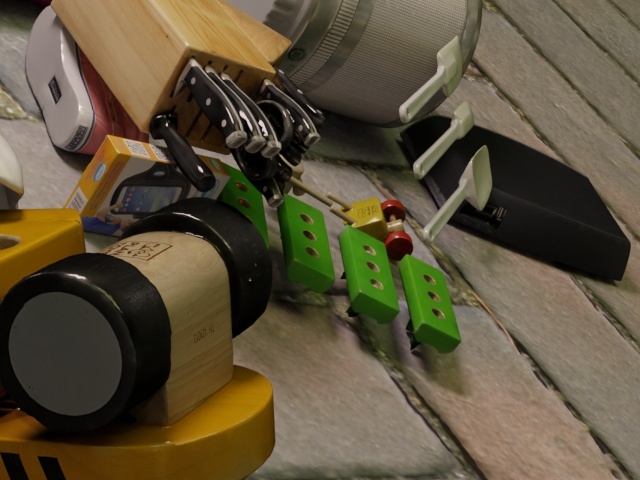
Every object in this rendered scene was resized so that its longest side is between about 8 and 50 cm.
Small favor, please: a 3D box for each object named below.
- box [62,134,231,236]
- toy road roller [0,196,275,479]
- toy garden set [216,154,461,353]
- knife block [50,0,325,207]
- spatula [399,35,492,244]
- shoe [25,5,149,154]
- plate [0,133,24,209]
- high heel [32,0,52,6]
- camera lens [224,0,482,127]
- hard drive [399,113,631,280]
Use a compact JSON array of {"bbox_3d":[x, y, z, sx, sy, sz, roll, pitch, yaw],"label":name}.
[{"bbox_3d":[-0.137,-0.038,1.580,0.136,0.081,0.028,11,33,-41],"label":"box"},{"bbox_3d":[-0.189,0.108,1.166,0.329,0.240,0.202,3,14,21],"label":"toy road roller"},{"bbox_3d":[0.000,0.000,1.722,0.244,0.049,0.204,27,27,-22],"label":"toy garden set"},{"bbox_3d":[-0.123,-0.141,1.588,0.276,0.088,0.242,32,20,1],"label":"knife block"},{"bbox_3d":[0.125,-0.093,1.864,0.019,0.168,0.242,-5,17,19],"label":"spatula"},{"bbox_3d":[-0.206,-0.134,1.700,0.081,0.063,0.178,19,33,-35],"label":"shoe"},{"bbox_3d":[-0.324,-0.101,1.316,0.277,0.045,0.278,26,-7,-8],"label":"plate"},{"bbox_3d":[-0.371,-0.259,1.732,0.127,0.181,0.377,17,-13,45],"label":"high heel"},{"bbox_3d":[0.014,-0.247,1.990,0.274,0.219,0.219,14,31,-38],"label":"camera lens"},{"bbox_3d":[0.219,-0.051,2.094,0.255,0.054,0.172,20,28,-31],"label":"hard drive"}]
